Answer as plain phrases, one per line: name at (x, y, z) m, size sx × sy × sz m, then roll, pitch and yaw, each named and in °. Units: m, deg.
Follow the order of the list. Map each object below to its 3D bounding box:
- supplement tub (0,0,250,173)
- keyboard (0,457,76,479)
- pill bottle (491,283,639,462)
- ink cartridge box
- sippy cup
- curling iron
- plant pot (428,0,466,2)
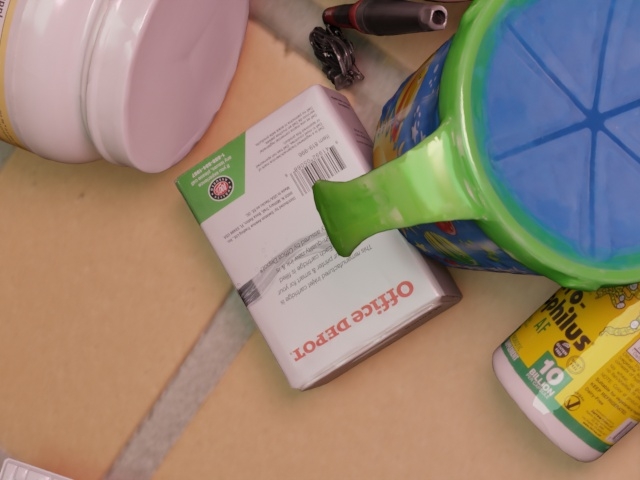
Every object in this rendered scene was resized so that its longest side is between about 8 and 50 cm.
supplement tub at (-0.251, -0.205, 1.317) m, size 0.331 × 0.241 × 0.241 m, roll 21°, pitch 95°, yaw 17°
keyboard at (-0.166, 0.254, 1.328) m, size 0.256 × 0.014 × 0.072 m, roll 15°, pitch 91°, yaw 17°
pill bottle at (0.243, 0.062, 1.211) m, size 0.208 × 0.117 × 0.117 m, roll -44°, pitch 76°, yaw 12°
ink cartridge box at (0.000, 0.000, 1.308) m, size 0.153 × 0.087 × 0.208 m, roll -32°, pitch 78°, yaw 14°
sippy cup at (0.152, -0.071, 1.167) m, size 0.305 × 0.224 × 0.240 m, roll 17°, pitch 76°, yaw -20°
curling iron at (0.047, -0.162, 1.227) m, size 0.035 × 0.274 × 0.068 m, roll -24°, pitch 97°, yaw -16°
plant pot at (0.049, -0.325, 1.214) m, size 0.229 × 0.263 × 0.263 m, roll 24°, pitch 97°, yaw 57°
